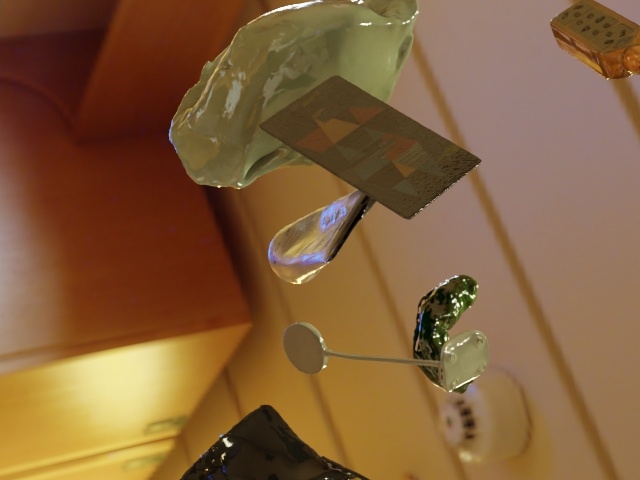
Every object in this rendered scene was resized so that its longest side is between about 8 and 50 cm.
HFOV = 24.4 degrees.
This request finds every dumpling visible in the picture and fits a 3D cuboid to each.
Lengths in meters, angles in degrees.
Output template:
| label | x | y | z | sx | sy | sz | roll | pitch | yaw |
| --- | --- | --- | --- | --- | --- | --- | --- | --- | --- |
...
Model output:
| label | x | y | z | sx | sy | sz | roll | pitch | yaw |
| --- | --- | --- | --- | --- | --- | --- | --- | --- | --- |
| dumpling | -0.035 | -0.193 | 1.907 | 0.270 | 0.321 | 0.211 | -16 | -90 | 58 |

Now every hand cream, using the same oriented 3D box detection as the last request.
| label | x | y | z | sx | sy | sz | roll | pitch | yaw |
| --- | --- | --- | --- | --- | --- | --- | --- | --- | --- |
| hand cream | 0.000 | 0.000 | 1.850 | 0.121 | 0.076 | 0.336 | -59 | -172 | -15 |

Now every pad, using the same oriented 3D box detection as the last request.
| label | x | y | z | sx | sy | sz | roll | pitch | yaw |
| --- | --- | --- | --- | --- | --- | --- | --- | --- | --- |
| pad | 0.054 | -0.106 | 1.616 | 0.211 | 0.143 | 0.003 | 32 | -42 | 24 |

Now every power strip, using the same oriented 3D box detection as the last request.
| label | x | y | z | sx | sy | sz | roll | pitch | yaw |
| --- | --- | --- | --- | --- | --- | --- | --- | --- | --- |
| power strip | 0.249 | -0.174 | 1.286 | 0.028 | 0.049 | 0.178 | 57 | 1 | -25 |

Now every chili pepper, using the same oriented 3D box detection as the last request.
| label | x | y | z | sx | sy | sz | roll | pitch | yaw |
| --- | --- | --- | --- | --- | --- | --- | --- | --- | --- |
| chili pepper | 0.148 | 0.109 | 1.763 | 0.050 | 0.073 | 0.182 | 99 | 0 | -46 |

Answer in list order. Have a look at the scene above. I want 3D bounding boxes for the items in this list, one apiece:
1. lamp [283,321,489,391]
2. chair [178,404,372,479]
| label | x | y | z | sx | sy | sz | roll | pitch | yaw |
| --- | --- | --- | --- | --- | --- | --- | --- | --- | --- |
| lamp | 0.052 | 0.097 | 1.300 | 0.198 | 0.056 | 0.050 | 5 | -64 | 40 |
| chair | -0.002 | 0.251 | 1.130 | 0.221 | 0.140 | 0.145 | 33 | -38 | 19 |
